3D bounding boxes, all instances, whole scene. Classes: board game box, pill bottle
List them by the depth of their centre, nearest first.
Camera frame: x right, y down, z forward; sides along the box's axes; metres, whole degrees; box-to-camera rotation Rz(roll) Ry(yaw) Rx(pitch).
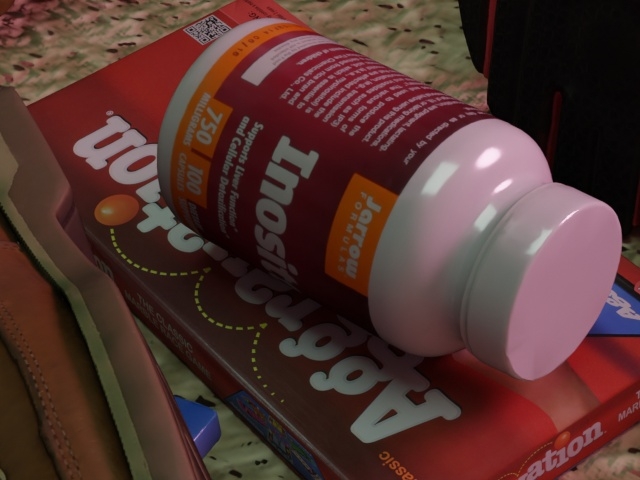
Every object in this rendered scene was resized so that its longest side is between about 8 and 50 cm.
[{"bbox_3d":[0.023,-0.014,0.638,0.152,0.086,0.086,28,53,32],"label":"pill bottle"},{"bbox_3d":[0.000,0.000,0.711,0.145,0.027,0.281,-31,48,-23],"label":"board game box"}]

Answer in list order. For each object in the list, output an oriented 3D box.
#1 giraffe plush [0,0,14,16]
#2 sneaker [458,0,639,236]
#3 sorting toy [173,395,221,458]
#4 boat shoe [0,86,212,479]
[{"bbox_3d":[-0.188,-0.169,0.839,0.170,0.210,0.181,19,20,-22],"label":"giraffe plush"},{"bbox_3d":[0.190,-0.052,0.703,0.314,0.116,0.136,35,46,28],"label":"sneaker"},{"bbox_3d":[-0.140,0.168,0.529,0.196,0.047,0.348,3,39,18],"label":"sorting toy"},{"bbox_3d":[-0.097,0.058,0.546,0.104,0.111,0.307,-23,29,-10],"label":"boat shoe"}]
